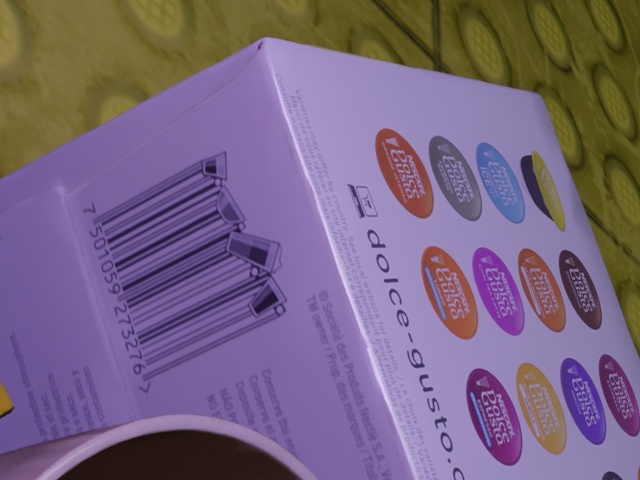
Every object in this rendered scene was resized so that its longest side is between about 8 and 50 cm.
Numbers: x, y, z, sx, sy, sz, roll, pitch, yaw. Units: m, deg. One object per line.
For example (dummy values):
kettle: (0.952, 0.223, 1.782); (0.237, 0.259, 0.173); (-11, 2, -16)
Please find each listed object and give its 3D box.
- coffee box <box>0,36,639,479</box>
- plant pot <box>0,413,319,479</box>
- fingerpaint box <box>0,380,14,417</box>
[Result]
coffee box: (-0.022, 0.117, 0.986); (0.334, 0.338, 0.338); (2, 67, -59)
plant pot: (-0.154, 0.207, 0.743); (0.256, 0.274, 0.257); (8, 79, -48)
fingerpaint box: (-0.386, -0.033, 0.682); (0.445, 0.163, 0.371); (61, 30, -3)
